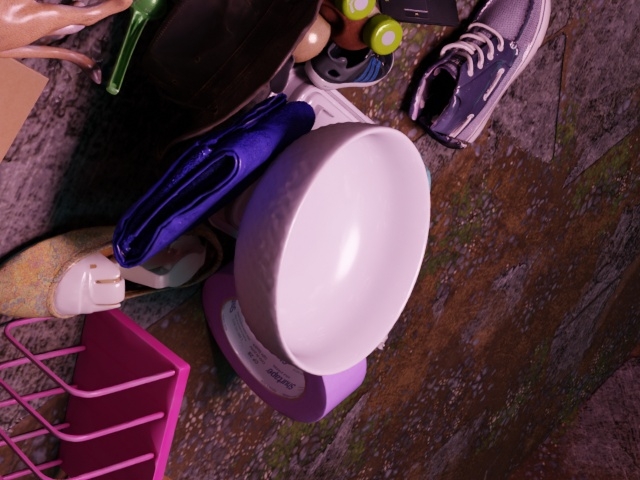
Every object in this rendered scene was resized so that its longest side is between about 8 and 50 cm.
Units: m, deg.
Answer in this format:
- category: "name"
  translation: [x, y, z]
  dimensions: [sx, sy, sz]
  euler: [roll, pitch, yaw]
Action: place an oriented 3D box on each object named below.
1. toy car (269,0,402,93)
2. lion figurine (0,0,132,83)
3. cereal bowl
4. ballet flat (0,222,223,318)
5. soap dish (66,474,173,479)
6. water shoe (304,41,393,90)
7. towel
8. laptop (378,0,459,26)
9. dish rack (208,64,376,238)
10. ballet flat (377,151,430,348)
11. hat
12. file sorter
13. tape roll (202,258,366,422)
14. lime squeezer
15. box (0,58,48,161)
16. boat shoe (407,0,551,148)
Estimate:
- category: "toy car"
  translation: [-0.013, -0.284, 1.535]
  dimensions: [0.188, 0.155, 0.149]
  euler: [-44, 134, 2]
- category: "lion figurine"
  translation: [-0.316, -0.304, 1.127]
  dimensions: [0.240, 0.142, 0.392]
  euler: [-27, 137, -37]
- category: "cereal bowl"
  translation: [0.000, 0.000, 1.484]
  dimensions: [0.339, 0.141, 0.339]
  euler: [-27, 126, -44]
- category: "ballet flat"
  translation: [-0.271, 0.040, 1.487]
  dimensions: [0.348, 0.123, 0.123]
  euler: [-17, 129, -45]
- category: "soap dish"
  translation: [-0.350, 0.482, 1.737]
  dimensions: [0.291, 0.118, 0.229]
  euler: [-54, 147, -10]
- category: "water shoe"
  translation: [0.063, -0.276, 1.674]
  dimensions: [0.080, 0.073, 0.203]
  euler: [-37, 175, 42]
- category: "towel"
  translation: [-0.139, -0.091, 1.453]
  dimensions: [0.227, 0.076, 0.308]
  euler: [-38, -178, 25]
- category: "laptop"
  translation: [0.180, -0.462, 1.627]
  dimensions: [0.234, 0.136, 0.264]
  euler: [-11, 92, -54]
- category: "dish rack"
  translation: [-0.014, -0.095, 1.760]
  dimensions: [0.286, 0.072, 0.333]
  euler: [-58, 146, 0]
- category: "ballet flat"
  translation: [0.088, 0.033, 1.945]
  dimensions: [0.147, 0.147, 0.409]
  euler: [-22, 134, -43]
- category: "hat"
  translation: [-0.129, -0.255, 1.369]
  dimensions: [0.134, 0.331, 0.331]
  euler: [45, 75, -16]
- category: "file sorter"
  translation: [-0.337, 0.260, 1.499]
  dimensions: [0.182, 0.202, 0.291]
  euler: [-11, 124, -47]
- category: "tape roll"
  translation: [-0.059, 0.144, 1.702]
  dimensions: [0.090, 0.274, 0.275]
  euler: [-37, 141, -31]
- category: "lime squeezer"
  translation: [-0.182, -0.311, 1.320]
  dimensions: [0.059, 0.110, 0.310]
  euler: [32, 85, -43]
- category: "box"
  translation: [-0.414, -0.129, 1.245]
  dimensions: [0.201, 0.021, 0.164]
  euler: [-60, 147, 1]
- category: "boat shoe"
  translation: [0.273, -0.317, 1.898]
  dimensions: [0.158, 0.127, 0.341]
  euler: [4, 114, -62]
